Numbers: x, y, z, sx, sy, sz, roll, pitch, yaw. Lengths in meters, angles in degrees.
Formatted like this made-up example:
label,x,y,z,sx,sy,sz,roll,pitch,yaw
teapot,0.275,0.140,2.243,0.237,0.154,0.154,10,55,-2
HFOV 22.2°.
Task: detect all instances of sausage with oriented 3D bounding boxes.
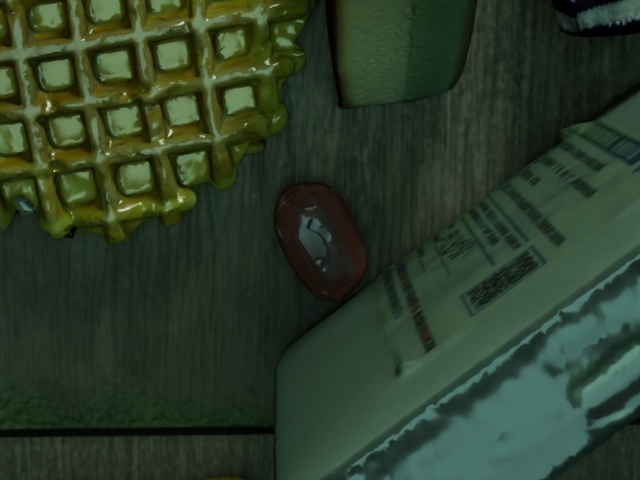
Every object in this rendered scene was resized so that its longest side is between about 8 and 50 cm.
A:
label,x,y,z,sx,sy,sz,roll,pitch,yaw
sausage,0.000,0.000,1.225,0.059,0.054,0.094,-25,102,2

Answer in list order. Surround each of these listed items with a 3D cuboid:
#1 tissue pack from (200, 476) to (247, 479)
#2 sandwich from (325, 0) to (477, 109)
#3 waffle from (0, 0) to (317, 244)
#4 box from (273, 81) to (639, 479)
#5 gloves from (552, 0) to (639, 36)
label,x,y,z,sx,sy,sz,roll,pitch,yaw
tissue pack,-0.124,0.255,1.232,0.178,0.123,0.127,-6,101,-3
sandwich,0.053,-0.192,1.125,0.108,0.186,0.220,-3,102,0
waffle,-0.159,-0.150,1.184,0.329,0.062,0.329,0,101,-2
box,0.149,0.035,1.068,0.396,0.396,0.111,-37,99,5
gloves,0.205,-0.264,1.151,0.140,0.131,0.218,-9,111,-4
